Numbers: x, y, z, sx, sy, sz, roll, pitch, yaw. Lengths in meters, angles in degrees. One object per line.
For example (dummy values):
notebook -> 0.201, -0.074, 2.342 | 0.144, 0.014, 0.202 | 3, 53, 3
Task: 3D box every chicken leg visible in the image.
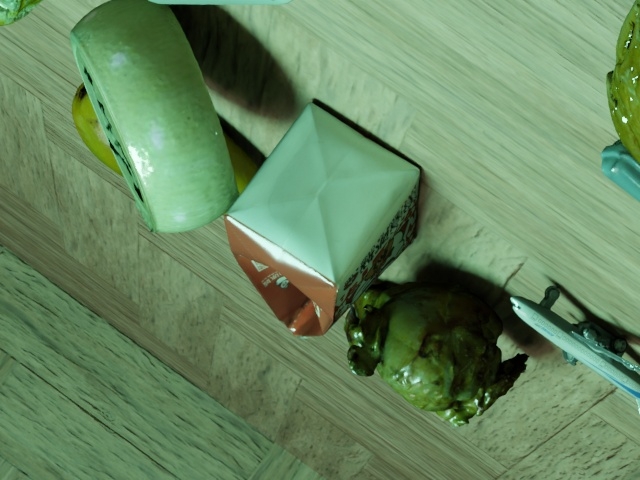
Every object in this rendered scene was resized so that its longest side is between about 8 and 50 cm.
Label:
chicken leg -> 0.131, 0.109, 2.130 | 0.211, 0.140, 0.361 | 24, -173, -1

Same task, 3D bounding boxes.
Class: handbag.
handbag -> 0.000, 0.000, 1.984 | 0.151, 0.171, 0.298 | 33, 163, 10

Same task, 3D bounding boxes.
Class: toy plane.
toy plane -> 0.284, 0.119, 1.920 | 0.226, 0.058, 0.226 | 45, 168, -16

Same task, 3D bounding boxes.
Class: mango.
mango -> -0.174, -0.107, 2.165 | 0.253, 0.113, 0.138 | 31, 161, -6

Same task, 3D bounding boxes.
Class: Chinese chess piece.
Chinese chess piece -> -0.171, -0.129, 1.916 | 0.250, 0.101, 0.250 | 157, 90, -81

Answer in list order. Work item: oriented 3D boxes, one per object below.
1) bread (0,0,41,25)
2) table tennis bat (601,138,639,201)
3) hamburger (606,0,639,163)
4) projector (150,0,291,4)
bread -> -0.354, -0.283, 2.050 | 0.103, 0.110, 0.156 | 30, 165, 3
table tennis bat -> 0.325, -0.004, 1.521 | 0.244, 0.040, 0.153 | 37, 166, -18
hamburger -> 0.303, -0.080, 1.150 | 0.285, 0.134, 0.265 | 32, 166, 9
projector -> -0.122, -0.290, 1.509 | 0.198, 0.108, 0.250 | 47, 162, -31
